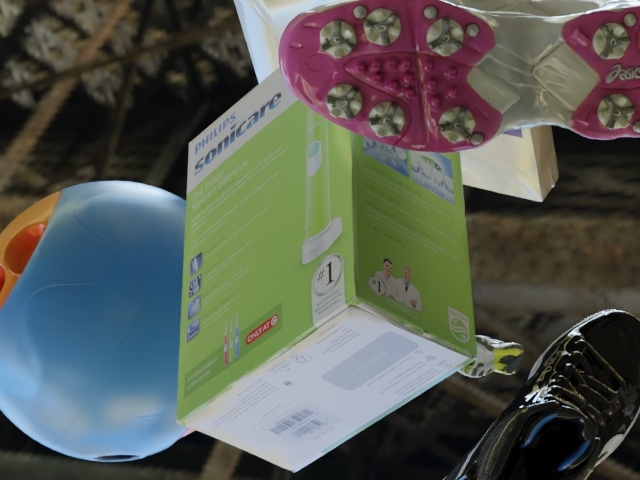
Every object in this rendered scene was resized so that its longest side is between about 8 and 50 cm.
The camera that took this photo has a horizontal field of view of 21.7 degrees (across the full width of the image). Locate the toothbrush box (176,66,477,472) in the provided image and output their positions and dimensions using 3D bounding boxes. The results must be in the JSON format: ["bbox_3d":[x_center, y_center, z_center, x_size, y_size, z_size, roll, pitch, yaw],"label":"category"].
[{"bbox_3d":[0.000,0.000,1.279,0.206,0.122,0.283,-37,-140,35],"label":"toothbrush box"}]

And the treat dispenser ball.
[{"bbox_3d":[-0.214,0.082,1.717,0.288,0.288,0.288,-9,-140,8],"label":"treat dispenser ball"}]

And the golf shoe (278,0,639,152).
[{"bbox_3d":[0.120,-0.133,1.216,0.306,0.115,0.140,3,-159,-5],"label":"golf shoe"}]

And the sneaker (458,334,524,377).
[{"bbox_3d":[0.115,0.086,1.253,0.035,0.083,0.031,13,-90,47],"label":"sneaker"}]

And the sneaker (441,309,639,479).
[{"bbox_3d":[0.165,0.114,1.073,0.079,0.121,0.217,42,-116,4],"label":"sneaker"}]

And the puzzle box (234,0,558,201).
[{"bbox_3d":[0.092,-0.202,2.080,0.409,0.272,0.052,15,-130,30],"label":"puzzle box"}]
